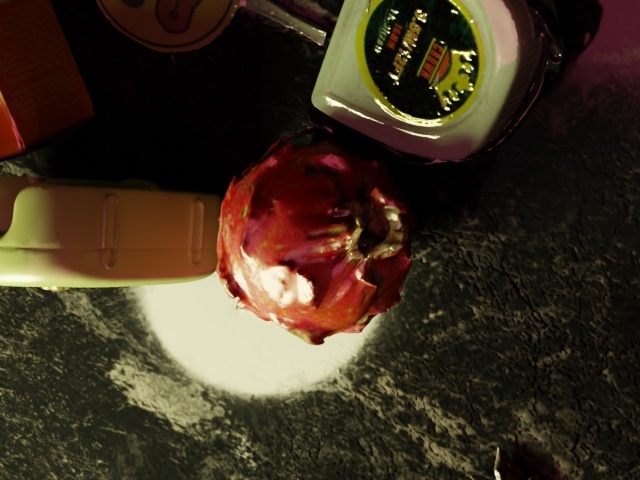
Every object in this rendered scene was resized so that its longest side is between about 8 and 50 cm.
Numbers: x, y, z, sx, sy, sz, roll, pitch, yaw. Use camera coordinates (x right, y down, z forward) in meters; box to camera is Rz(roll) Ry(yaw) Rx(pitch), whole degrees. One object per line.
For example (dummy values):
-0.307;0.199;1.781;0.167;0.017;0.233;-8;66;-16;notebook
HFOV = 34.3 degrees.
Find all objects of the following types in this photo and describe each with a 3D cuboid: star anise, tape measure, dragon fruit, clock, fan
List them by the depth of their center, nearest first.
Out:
0.111;-0.162;0.964;0.207;0.115;0.235;35;130;16;tape measure
0.000;0.000;1.021;0.205;0.210;0.268;62;157;-12;dragon fruit
-0.134;-0.290;1.093;0.335;0.011;0.229;30;124;13;fan
0.214;0.310;1.170;0.124;0.056;0.129;41;124;20;star anise
-0.314;-0.015;1.176;0.348;0.286;0.117;4;92;33;clock

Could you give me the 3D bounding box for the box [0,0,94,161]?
-0.436;-0.252;1.199;0.225;0.143;0.341;-10;107;33;box
